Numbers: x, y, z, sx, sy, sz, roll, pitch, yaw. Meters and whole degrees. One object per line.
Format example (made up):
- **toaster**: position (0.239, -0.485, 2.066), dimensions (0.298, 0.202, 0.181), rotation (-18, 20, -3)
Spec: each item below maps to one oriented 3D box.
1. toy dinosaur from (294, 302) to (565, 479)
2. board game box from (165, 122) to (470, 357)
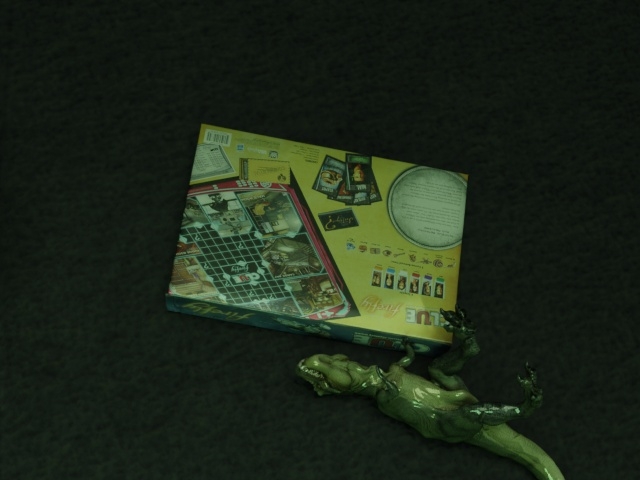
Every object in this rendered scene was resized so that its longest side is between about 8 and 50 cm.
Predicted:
- **toy dinosaur**: position (0.117, 0.129, 0.965), dimensions (0.268, 0.118, 0.064), rotation (28, 34, 2)
- **board game box**: position (0.000, 0.000, 1.030), dimensions (0.243, 0.042, 0.165), rotation (11, 66, -4)
